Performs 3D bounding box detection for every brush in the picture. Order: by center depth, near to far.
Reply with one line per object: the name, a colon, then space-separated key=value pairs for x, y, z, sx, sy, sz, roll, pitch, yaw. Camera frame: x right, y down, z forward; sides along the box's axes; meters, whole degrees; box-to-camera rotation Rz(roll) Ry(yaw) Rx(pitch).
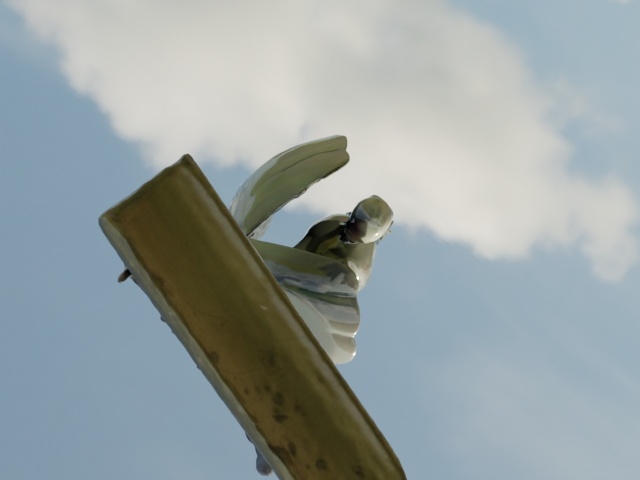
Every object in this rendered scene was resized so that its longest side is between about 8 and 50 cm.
brush: x=0.009 y=0.084 z=0.613 sx=0.248 sy=0.043 sz=0.036 roll=54 pitch=164 yaw=-5

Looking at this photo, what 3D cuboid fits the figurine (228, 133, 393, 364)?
figurine: x=0.000 y=0.000 z=0.784 sx=0.082 sy=0.094 sz=0.086 roll=43 pitch=-128 yaw=-7
